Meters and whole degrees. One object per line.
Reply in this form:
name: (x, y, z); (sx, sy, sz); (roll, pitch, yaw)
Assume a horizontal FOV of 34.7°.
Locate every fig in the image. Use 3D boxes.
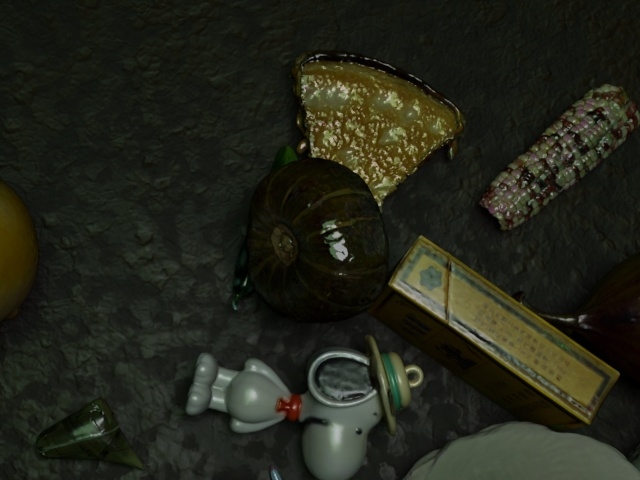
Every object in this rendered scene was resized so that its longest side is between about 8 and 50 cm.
fig: (0.400, 0.102, 1.357); (0.320, 0.217, 0.217); (2, 76, -5)

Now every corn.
corn: (0.344, -0.118, 1.469); (0.280, 0.092, 0.092); (-41, 84, -9)

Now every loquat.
loquat: (-0.470, 0.017, 1.282); (0.243, 0.244, 0.244); (1, 76, -6)

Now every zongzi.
zongzi: (-0.299, 0.276, 1.324); (0.104, 0.052, 0.113); (-31, 94, -5)

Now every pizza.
pizza: (0.086, -0.129, 1.446); (0.251, 0.074, 0.288); (-2, 84, -8)

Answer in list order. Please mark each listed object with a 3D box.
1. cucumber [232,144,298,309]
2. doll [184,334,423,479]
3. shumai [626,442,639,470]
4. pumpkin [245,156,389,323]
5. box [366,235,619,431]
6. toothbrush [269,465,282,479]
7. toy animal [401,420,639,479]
cucumber: (-0.072, -0.016, 1.413); (0.056, 0.056, 0.250); (19, 74, -1)
doll: (-0.024, 0.190, 1.322); (0.271, 0.144, 0.208); (31, 85, -3)
shumai: (0.541, 0.307, 1.312); (0.260, 0.225, 0.222); (-19, 78, -26)
pumpkin: (0.000, 0.000, 1.302); (0.162, 0.219, 0.219); (-11, 76, -36)
box: (0.214, 0.129, 1.335); (0.301, 0.193, 0.084); (35, 74, 3)
toothbrush: (-0.028, 0.386, 1.338); (0.013, 0.019, 0.193); (-21, 78, -10)
toy animal: (0.252, 0.361, 1.322); (0.308, 0.188, 0.266); (-40, 62, -2)
